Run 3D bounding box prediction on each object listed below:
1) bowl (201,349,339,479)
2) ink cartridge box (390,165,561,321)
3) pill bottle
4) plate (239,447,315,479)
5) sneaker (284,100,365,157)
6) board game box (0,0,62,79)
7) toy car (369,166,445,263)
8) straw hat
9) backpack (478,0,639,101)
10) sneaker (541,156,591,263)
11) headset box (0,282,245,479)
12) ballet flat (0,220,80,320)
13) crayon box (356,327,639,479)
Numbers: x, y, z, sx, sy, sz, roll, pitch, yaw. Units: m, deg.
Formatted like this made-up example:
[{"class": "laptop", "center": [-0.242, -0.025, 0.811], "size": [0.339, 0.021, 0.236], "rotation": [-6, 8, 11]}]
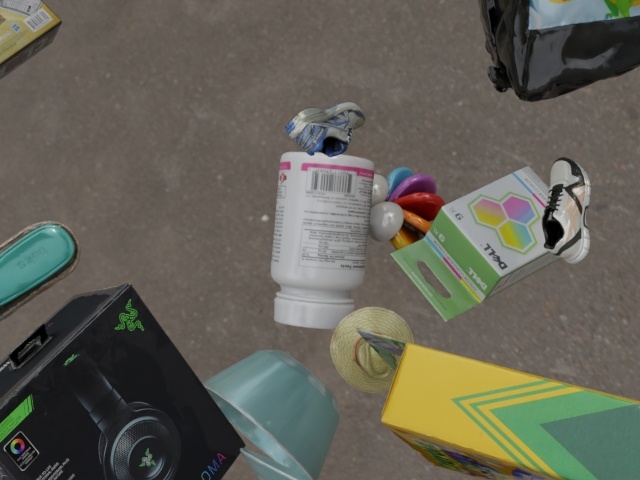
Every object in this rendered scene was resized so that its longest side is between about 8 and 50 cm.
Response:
[{"class": "bowl", "center": [-0.081, 0.342, 1.742], "size": [0.311, 0.311, 0.163], "rotation": [24, 66, 43]}, {"class": "ink cartridge box", "center": [0.199, 0.000, 0.993], "size": [0.209, 0.062, 0.109], "rotation": [-24, 64, -30]}, {"class": "pill bottle", "center": [0.000, 0.000, 1.418], "size": [0.160, 0.160, 0.283], "rotation": [6, 91, 40]}, {"class": "plate", "center": [-0.013, 0.290, 0.974], "size": [0.188, 0.188, 0.024], "rotation": [16, 75, 42]}, {"class": "sneaker", "center": [0.014, -0.126, 1.008], "size": [0.052, 0.135, 0.058], "rotation": [-40, 78, 39]}, {"class": "board game box", "center": [-0.355, -0.166, 0.674], "size": [0.243, 0.165, 0.042], "rotation": [-49, 11, -33]}, {"class": "toy car", "center": [0.155, -0.059, 1.522], "size": [0.136, 0.159, 0.182], "rotation": [-41, 45, 20]}, {"class": "straw hat", "center": [0.086, 0.180, 1.317], "size": [0.144, 0.144, 0.061], "rotation": [-46, 10, 6]}, {"class": "backpack", "center": [0.223, -0.335, 0.713], "size": [0.273, 0.355, 0.290], "rotation": [-17, 15, 20]}, {"class": "sneaker", "center": [0.240, -0.033, 0.834], "size": [0.040, 0.044, 0.109], "rotation": [-26, 58, 52]}, {"class": "headset box", "center": [-0.264, 0.221, 0.981], "size": [0.131, 0.283, 0.246], "rotation": [-12, 26, 43]}, {"class": "ballet flat", "center": [-0.446, 0.084, 1.066], "size": [0.316, 0.107, 0.106], "rotation": [-30, 3, -22]}, {"class": "crayon box", "center": [0.194, 0.187, 0.793], "size": [0.323, 0.203, 0.083], "rotation": [12, 71, 27]}]
